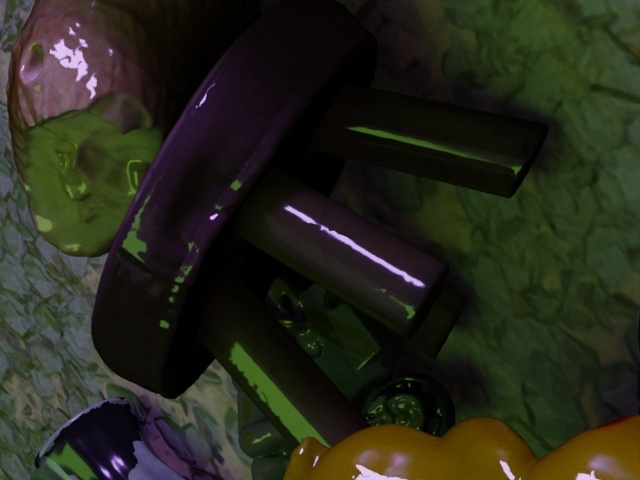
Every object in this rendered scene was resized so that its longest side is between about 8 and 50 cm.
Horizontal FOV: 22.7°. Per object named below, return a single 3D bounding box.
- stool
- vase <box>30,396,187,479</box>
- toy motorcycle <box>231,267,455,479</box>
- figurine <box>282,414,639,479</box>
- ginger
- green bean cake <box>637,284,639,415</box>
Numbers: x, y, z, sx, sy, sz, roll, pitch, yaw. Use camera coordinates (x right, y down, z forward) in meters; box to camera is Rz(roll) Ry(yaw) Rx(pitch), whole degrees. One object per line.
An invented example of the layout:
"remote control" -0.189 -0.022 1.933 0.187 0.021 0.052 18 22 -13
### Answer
"stool" 0.000 0.000 0.981 0.178 0.272 0.272 30 135 10
"vase" -0.097 0.295 1.339 0.360 0.165 0.165 44 139 25
"toy motorcycle" -0.010 0.108 1.136 0.152 0.073 0.225 -52 56 10
"figurine" 0.123 0.172 0.825 0.326 0.169 0.218 -13 138 32
"ginger" -0.121 -0.103 1.034 0.130 0.275 0.221 11 104 15
"green bean cake" 0.260 0.057 0.849 0.183 0.094 0.185 19 121 41
